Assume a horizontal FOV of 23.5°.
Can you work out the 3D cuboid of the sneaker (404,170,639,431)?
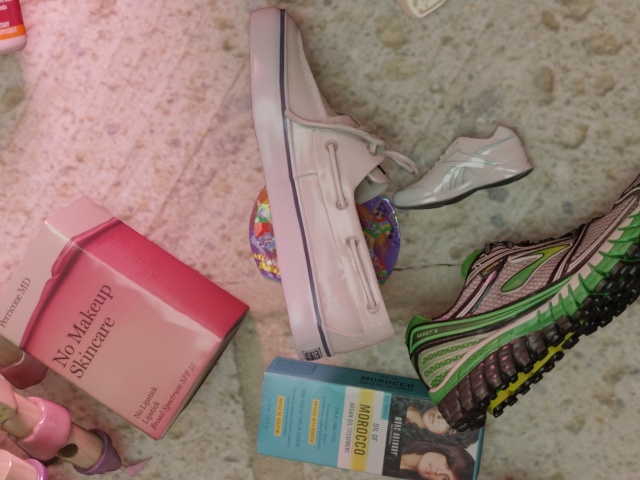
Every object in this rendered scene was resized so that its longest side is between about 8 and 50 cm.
[{"bbox_3d":[0.226,0.036,1.579,0.343,0.134,0.146,-40,67,7],"label":"sneaker"}]

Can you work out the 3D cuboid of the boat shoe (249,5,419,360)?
[{"bbox_3d":[0.022,-0.069,1.578,0.156,0.136,0.367,-10,82,2],"label":"boat shoe"}]

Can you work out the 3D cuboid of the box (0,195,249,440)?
[{"bbox_3d":[-0.220,0.083,1.683,0.232,0.127,0.149,33,108,2],"label":"box"}]

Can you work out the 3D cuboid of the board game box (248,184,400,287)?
[{"bbox_3d":[0.000,0.000,1.667,0.168,0.033,0.133,21,106,6],"label":"board game box"}]

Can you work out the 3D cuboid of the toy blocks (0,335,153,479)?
[{"bbox_3d":[-0.365,0.292,1.703,0.288,0.309,0.260,-39,136,10],"label":"toy blocks"}]

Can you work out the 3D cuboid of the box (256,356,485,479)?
[{"bbox_3d":[0.057,0.201,1.689,0.244,0.060,0.101,8,105,10],"label":"box"}]

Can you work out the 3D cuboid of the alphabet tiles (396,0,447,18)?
[{"bbox_3d":[0.088,-0.383,1.563,0.284,0.021,0.278,-33,95,17],"label":"alphabet tiles"}]

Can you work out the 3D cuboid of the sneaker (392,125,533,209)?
[{"bbox_3d":[0.144,-0.073,1.616,0.152,0.053,0.061,-20,83,13],"label":"sneaker"}]

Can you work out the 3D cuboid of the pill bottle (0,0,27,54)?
[{"bbox_3d":[-0.390,-0.302,1.628,0.121,0.121,0.221,-7,102,13],"label":"pill bottle"}]
